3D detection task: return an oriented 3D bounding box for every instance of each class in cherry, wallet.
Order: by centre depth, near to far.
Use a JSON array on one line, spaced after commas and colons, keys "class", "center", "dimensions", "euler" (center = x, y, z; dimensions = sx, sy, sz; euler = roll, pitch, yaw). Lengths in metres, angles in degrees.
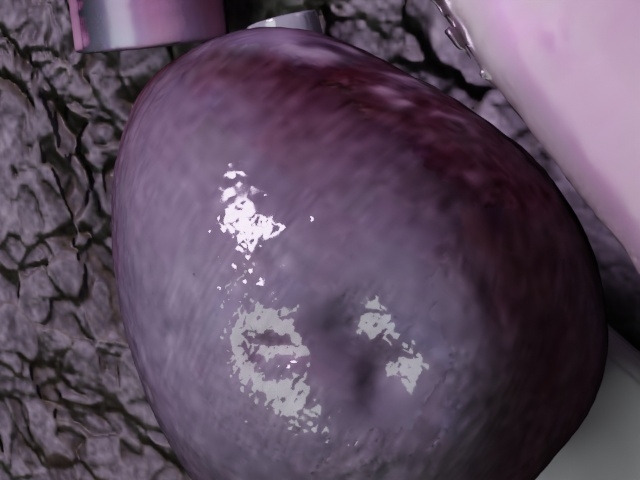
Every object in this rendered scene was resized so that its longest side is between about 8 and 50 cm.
[{"class": "cherry", "center": [0.015, 0.029, 0.585], "dimensions": [0.266, 0.183, 0.213], "euler": [49, 172, 9]}, {"class": "wallet", "center": [0.139, 0.102, 0.658], "dimensions": [0.190, 0.033, 0.095], "euler": [44, 124, 22]}]

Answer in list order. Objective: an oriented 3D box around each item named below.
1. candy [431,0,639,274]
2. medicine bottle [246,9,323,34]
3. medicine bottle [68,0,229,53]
[{"class": "candy", "center": [0.147, -0.090, 0.545], "dimensions": [0.155, 0.116, 0.265], "euler": [-46, 71, 37]}, {"class": "medicine bottle", "center": [0.000, 0.000, 0.734], "dimensions": [0.092, 0.061, 0.220], "euler": [-9, 95, 60]}, {"class": "medicine bottle", "center": [-0.096, -0.191, 0.735], "dimensions": [0.119, 0.094, 0.187], "euler": [2, 103, 38]}]
